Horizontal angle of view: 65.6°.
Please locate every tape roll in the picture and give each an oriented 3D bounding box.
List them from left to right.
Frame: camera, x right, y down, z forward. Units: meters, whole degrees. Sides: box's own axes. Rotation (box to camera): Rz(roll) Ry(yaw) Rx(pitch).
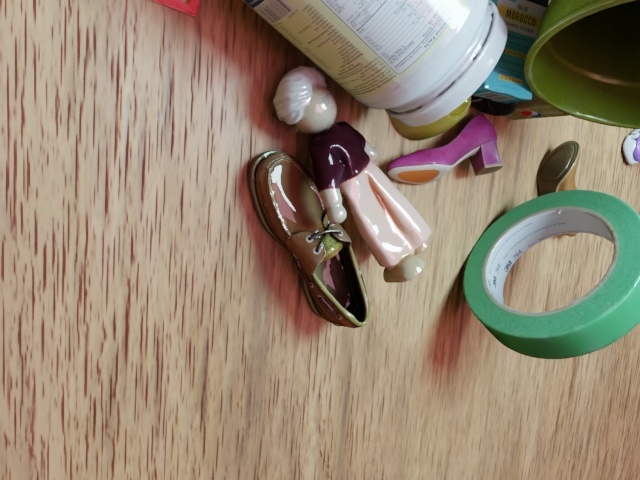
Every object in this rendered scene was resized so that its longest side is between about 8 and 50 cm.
[{"bbox_3d":[0.422,0.053,0.900,0.077,0.321,0.321,44,76,-29],"label":"tape roll"}]

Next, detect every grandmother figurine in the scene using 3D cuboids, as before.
[{"bbox_3d":[0.050,-0.107,0.754,0.104,0.208,0.342,-28,110,24],"label":"grandmother figurine"}]

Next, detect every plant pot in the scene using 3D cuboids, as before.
[{"bbox_3d":[0.196,-0.239,0.843,0.134,0.095,0.134,-6,101,-30],"label":"plant pot"},{"bbox_3d":[0.501,-0.385,0.671,0.366,0.366,0.353,18,82,-32],"label":"plant pot"}]

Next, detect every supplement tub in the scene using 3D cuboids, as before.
[{"bbox_3d":[0.069,-0.328,0.659,0.325,0.235,0.235,33,82,-28],"label":"supplement tub"}]

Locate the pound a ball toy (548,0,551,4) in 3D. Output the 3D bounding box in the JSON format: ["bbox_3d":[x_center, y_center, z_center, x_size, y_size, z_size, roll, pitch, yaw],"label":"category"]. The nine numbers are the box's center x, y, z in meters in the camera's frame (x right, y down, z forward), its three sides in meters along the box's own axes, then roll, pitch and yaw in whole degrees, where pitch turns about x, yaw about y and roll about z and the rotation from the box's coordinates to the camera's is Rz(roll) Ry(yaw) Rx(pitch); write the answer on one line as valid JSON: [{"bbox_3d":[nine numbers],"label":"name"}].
[{"bbox_3d":[0.398,-0.518,0.870,0.208,0.136,0.319,-40,124,22],"label":"pound a ball toy"}]

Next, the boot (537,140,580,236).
[{"bbox_3d":[0.544,-0.108,1.094,0.152,0.073,0.197,16,103,-31],"label":"boot"}]

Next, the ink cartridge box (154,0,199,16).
[{"bbox_3d":[-0.219,-0.375,0.599,0.179,0.045,0.145,9,95,-29],"label":"ink cartridge box"}]

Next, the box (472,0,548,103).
[{"bbox_3d":[0.297,-0.350,0.782,0.100,0.060,0.244,4,97,-23],"label":"box"}]

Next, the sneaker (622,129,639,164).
[{"bbox_3d":[0.860,-0.277,1.231,0.236,0.104,0.095,-47,117,-16],"label":"sneaker"}]

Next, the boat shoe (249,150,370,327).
[{"bbox_3d":[0.000,0.000,0.763,0.110,0.104,0.307,-37,116,-20],"label":"boat shoe"}]

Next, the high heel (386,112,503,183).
[{"bbox_3d":[0.218,-0.173,0.895,0.244,0.082,0.117,-10,76,-17],"label":"high heel"}]

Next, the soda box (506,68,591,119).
[{"bbox_3d":[0.420,-0.267,0.921,0.058,0.181,0.061,11,93,-32],"label":"soda box"}]

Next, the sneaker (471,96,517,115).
[{"bbox_3d":[0.287,-0.364,0.872,0.281,0.106,0.162,40,75,-30],"label":"sneaker"}]
